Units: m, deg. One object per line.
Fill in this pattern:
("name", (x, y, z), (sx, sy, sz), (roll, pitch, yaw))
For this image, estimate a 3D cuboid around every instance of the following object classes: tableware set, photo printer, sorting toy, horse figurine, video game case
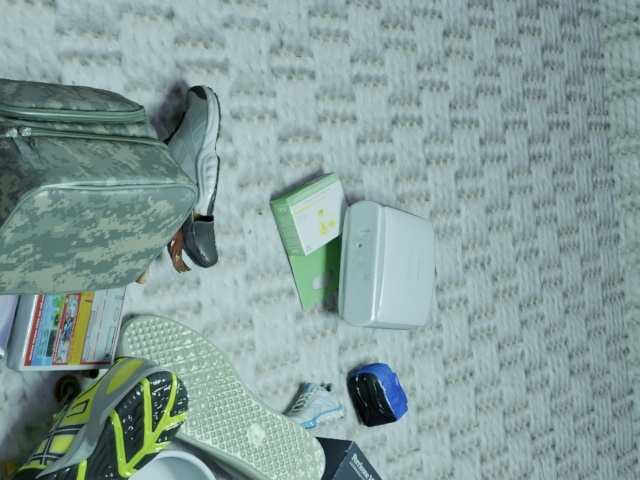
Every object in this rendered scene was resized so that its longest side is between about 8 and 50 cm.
("tableware set", (-0.375, 0.273, 1.575), (0.104, 0.024, 0.154), (13, 76, -48))
("photo printer", (0.152, 0.061, 2.103), (0.307, 0.107, 0.256), (14, 79, -61))
("sorting toy", (-0.449, 0.363, 1.491), (0.062, 0.012, 0.083), (-5, 90, -50))
("horse figurine", (-0.315, -0.033, 1.640), (0.263, 0.066, 0.174), (28, 72, -42))
("video game case", (-0.354, 0.087, 1.459), (0.285, 0.025, 0.204), (28, 73, -76))

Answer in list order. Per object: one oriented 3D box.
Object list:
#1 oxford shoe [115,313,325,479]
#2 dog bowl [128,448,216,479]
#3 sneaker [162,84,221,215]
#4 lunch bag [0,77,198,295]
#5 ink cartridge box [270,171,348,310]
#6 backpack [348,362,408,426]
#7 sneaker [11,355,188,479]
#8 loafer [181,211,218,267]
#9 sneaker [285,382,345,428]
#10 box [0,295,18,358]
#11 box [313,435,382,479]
("oxford shoe", (-0.185, 0.296, 1.728), (0.449, 0.130, 0.169), (42, 62, -21))
("dog bowl", (-0.282, 0.467, 1.606), (0.265, 0.104, 0.264), (5, 83, -49))
("sneaker", (-0.225, -0.165, 1.701), (0.108, 0.100, 0.271), (6, 52, -10))
("lunch bag", (-0.345, -0.088, 1.228), (0.305, 0.212, 0.256), (-5, 50, -52))
("ink cartridge box", (0.000, 0.000, 2.011), (0.171, 0.056, 0.235), (-32, 109, -46))
("backpack", (0.119, 0.315, 2.092), (0.101, 0.098, 0.120), (-36, 101, -54))
("sneaker", (-0.362, 0.333, 1.481), (0.385, 0.147, 0.145), (-44, 125, -17))
("loafer", (-0.214, -0.029, 1.758), (0.062, 0.061, 0.170), (-40, 117, -44))
("sneaker", (-0.027, 0.322, 1.950), (0.191, 0.071, 0.082), (-9, 87, -57))
("box", (-0.540, -0.022, 1.292), (0.294, 0.183, 0.296), (25, 69, -47))
("box", (0.007, 0.595, 1.873), (0.312, 0.179, 0.343), (-55, 126, -35))
